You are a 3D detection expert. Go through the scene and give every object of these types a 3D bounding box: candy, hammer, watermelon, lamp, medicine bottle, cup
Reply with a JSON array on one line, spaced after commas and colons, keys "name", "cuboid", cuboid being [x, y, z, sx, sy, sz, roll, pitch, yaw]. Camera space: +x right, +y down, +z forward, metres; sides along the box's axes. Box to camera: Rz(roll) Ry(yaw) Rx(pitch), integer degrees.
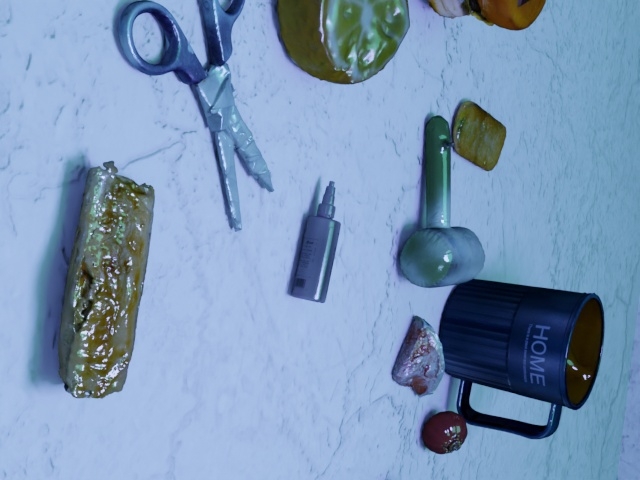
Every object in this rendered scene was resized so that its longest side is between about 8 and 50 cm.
[{"name": "candy", "cuboid": [0.038, -0.368, 1.506, 0.260, 0.118, 0.260, -20, 115, -51]}, {"name": "hammer", "cuboid": [0.240, -0.077, 1.910, 0.206, 0.118, 0.336, -6, 96, -59]}, {"name": "watermelon", "cuboid": [0.199, 0.253, 1.956, 0.139, 0.071, 0.187, -32, 124, -45]}, {"name": "lamp", "cuboid": [0.264, 0.409, 2.072, 0.101, 0.090, 0.101, -14, 126, -20]}, {"name": "medicine bottle", "cuboid": [0.000, 0.000, 1.590, 0.057, 0.057, 0.199, 20, 80, -57]}, {"name": "cup", "cuboid": [0.431, 0.239, 2.101, 0.242, 0.292, 0.308, -35, 127, -48]}]

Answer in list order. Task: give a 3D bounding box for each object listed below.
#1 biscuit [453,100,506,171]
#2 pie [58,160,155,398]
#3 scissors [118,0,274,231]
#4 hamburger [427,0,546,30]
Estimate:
[{"name": "biscuit", "cuboid": [0.340, -0.221, 2.093, 0.247, 0.029, 0.118, 19, 89, -58]}, {"name": "pie", "cuboid": [-0.261, 0.047, 1.182, 0.128, 0.068, 0.283, 14, 85, -59]}, {"name": "scissors", "cuboid": [-0.142, -0.190, 1.349, 0.256, 0.029, 0.384, -48, 136, -40]}, {"name": "hamburger", "cuboid": [0.301, -0.531, 1.774, 0.291, 0.225, 0.291, -34, 132, -48]}]
